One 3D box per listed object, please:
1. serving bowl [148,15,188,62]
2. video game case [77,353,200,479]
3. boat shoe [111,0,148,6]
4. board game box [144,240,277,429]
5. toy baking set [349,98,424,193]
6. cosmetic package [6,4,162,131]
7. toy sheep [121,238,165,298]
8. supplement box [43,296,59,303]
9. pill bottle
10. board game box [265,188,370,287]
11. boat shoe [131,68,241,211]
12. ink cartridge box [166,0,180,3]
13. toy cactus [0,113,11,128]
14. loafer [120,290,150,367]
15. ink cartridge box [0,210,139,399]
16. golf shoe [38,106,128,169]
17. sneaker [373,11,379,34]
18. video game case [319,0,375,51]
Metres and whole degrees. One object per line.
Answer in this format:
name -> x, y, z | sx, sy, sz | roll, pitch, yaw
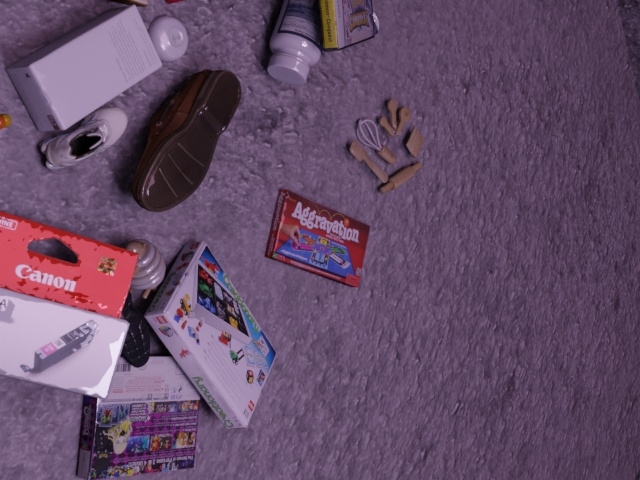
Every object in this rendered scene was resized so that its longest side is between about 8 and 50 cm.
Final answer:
serving bowl -> -0.267, -0.362, 1.657 | 0.083, 0.027, 0.083 | -4, 95, -48
video game case -> -0.314, 0.306, 1.637 | 0.232, 0.042, 0.210 | 6, 86, -48
boat shoe -> -0.354, -0.436, 1.531 | 0.170, 0.063, 0.059 | 14, 88, -46
board game box -> -0.194, 0.177, 1.714 | 0.305, 0.053, 0.193 | 61, 33, -30
toy baking set -> 0.152, -0.210, 2.129 | 0.256, 0.030, 0.197 | -40, 118, -39
cosmetic package -> -0.378, -0.281, 1.501 | 0.231, 0.085, 0.117 | -42, 121, -36
toy sheep -> -0.309, 0.048, 1.597 | 0.091, 0.091, 0.132 | -54, 153, -30
supplement box -> -0.428, 0.136, 1.491 | 0.083, 0.056, 0.083 | 16, 80, -47
pill bottle -> -0.042, -0.406, 1.842 | 0.108, 0.108, 0.180 | 32, 70, -44
board game box -> 0.000, 0.000, 1.974 | 0.281, 0.027, 0.145 | 21, 76, -46
boat shoe -> -0.251, -0.175, 1.635 | 0.307, 0.104, 0.111 | -59, 140, -29
ink cartridge box -> -0.272, -0.508, 1.615 | 0.150, 0.063, 0.109 | 45, 61, -40
toy cactus -> -0.553, -0.161, 1.316 | 0.180, 0.112, 0.219 | 37, 74, -32
loafer -> -0.340, 0.137, 1.573 | 0.062, 0.061, 0.170 | -30, 108, -44
ink cartridge box -> -0.427, 0.095, 1.416 | 0.275, 0.060, 0.239 | 19, 80, -24
golf shoe -> -0.369, -0.167, 1.516 | 0.176, 0.086, 0.069 | -43, 121, -39
sneaker -> 0.075, -0.492, 2.016 | 0.135, 0.052, 0.058 | 46, 70, -31
video game case -> 0.052, -0.517, 1.846 | 0.275, 0.035, 0.248 | -43, 130, -64
